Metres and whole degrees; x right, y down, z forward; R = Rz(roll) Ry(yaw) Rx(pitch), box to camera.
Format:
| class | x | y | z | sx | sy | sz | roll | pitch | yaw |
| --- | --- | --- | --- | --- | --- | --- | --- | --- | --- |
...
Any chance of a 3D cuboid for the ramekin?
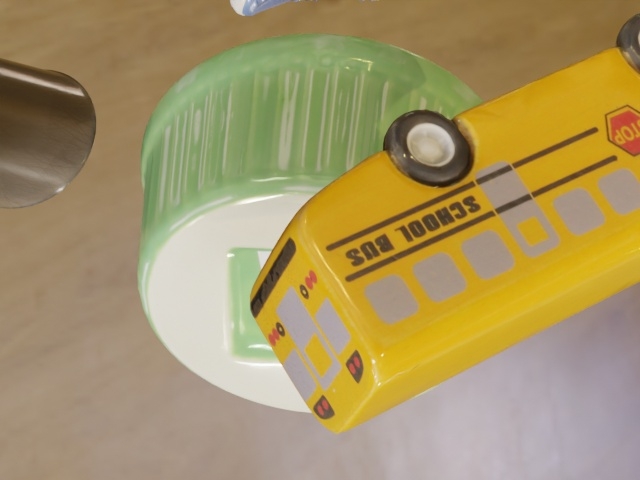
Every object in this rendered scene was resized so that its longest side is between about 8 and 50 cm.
| class | x | y | z | sx | sy | sz | roll | pitch | yaw |
| --- | --- | --- | --- | --- | --- | --- | --- | --- | --- |
| ramekin | 0.000 | 0.000 | 1.485 | 0.303 | 0.303 | 0.148 | 54 | 30 | -38 |

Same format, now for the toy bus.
| class | x | y | z | sx | sy | sz | roll | pitch | yaw |
| --- | --- | --- | --- | --- | --- | --- | --- | --- | --- |
| toy bus | 0.120 | -0.020 | 1.124 | 0.332 | 0.108 | 0.130 | -24 | 72 | -28 |

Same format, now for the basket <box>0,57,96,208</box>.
| class | x | y | z | sx | sy | sz | roll | pitch | yaw |
| --- | --- | --- | --- | --- | --- | --- | --- | --- | --- |
| basket | -0.383 | -0.131 | 1.980 | 0.227 | 0.204 | 0.154 | 18 | 71 | -53 |

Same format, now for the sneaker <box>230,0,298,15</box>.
| class | x | y | z | sx | sy | sz | roll | pitch | yaw |
| --- | --- | --- | --- | --- | --- | --- | --- | --- | --- |
| sneaker | 0.018 | -0.251 | 1.712 | 0.081 | 0.211 | 0.080 | 64 | 1 | 11 |
